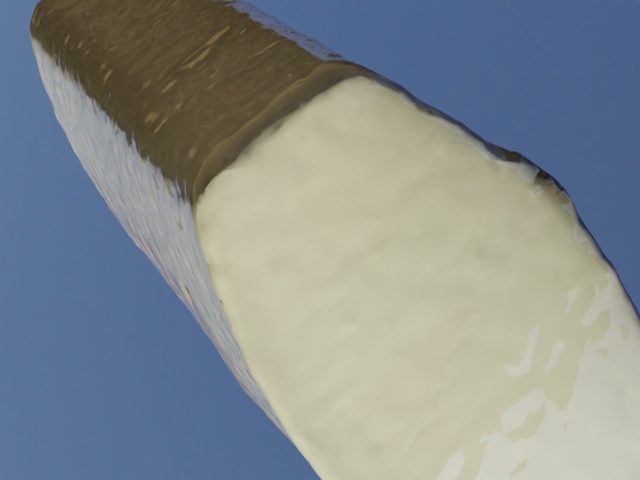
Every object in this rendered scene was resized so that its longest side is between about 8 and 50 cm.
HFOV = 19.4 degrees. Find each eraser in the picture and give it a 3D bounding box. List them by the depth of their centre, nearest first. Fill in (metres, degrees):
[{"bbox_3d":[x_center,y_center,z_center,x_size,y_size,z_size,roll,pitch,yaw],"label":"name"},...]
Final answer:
[{"bbox_3d":[0.000,0.000,0.578,0.095,0.174,0.270,-39,-157,-3],"label":"eraser"}]
